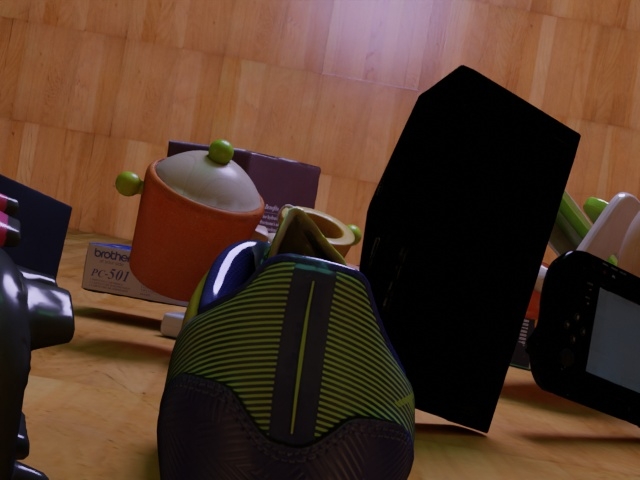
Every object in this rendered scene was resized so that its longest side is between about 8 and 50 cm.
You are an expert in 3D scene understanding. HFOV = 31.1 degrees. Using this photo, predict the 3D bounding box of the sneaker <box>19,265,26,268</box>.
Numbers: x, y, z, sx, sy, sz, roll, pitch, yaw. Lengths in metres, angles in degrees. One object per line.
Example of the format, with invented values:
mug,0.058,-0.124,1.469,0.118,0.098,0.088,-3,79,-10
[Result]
sneaker,-0.317,-0.010,0.762,0.283,0.124,0.107,10,1,-28

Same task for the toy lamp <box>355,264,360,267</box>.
toy lamp,-0.049,0.051,1.571,0.275,0.080,0.080,10,0,-42

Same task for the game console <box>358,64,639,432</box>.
game console,0.172,0.040,0.803,0.361,0.213,0.044,23,-8,-35

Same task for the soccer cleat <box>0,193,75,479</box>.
soccer cleat,-0.192,0.020,0.452,0.143,0.116,0.331,10,1,-22

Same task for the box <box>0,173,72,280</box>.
box,-0.393,-0.024,1.071,0.261,0.103,0.184,11,-4,10

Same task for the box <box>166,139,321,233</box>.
box,-0.125,-0.027,1.675,0.167,0.203,0.168,10,0,37

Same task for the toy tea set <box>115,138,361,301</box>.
toy tea set,0.000,0.000,0.933,0.200,0.124,0.336,37,25,32

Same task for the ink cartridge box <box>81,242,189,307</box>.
ink cartridge box,-0.107,0.040,1.073,0.207,0.046,0.097,9,0,6

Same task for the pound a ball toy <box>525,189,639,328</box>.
pound a ball toy,0.266,0.052,1.050,0.208,0.135,0.319,31,-7,43

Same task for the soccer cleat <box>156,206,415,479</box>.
soccer cleat,-0.012,0.048,0.460,0.093,0.121,0.289,9,0,-5

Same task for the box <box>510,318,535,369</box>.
box,0.161,0.078,1.349,0.244,0.100,0.060,11,1,38

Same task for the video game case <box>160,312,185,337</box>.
video game case,-0.015,0.090,1.041,0.201,0.023,0.183,10,1,18
